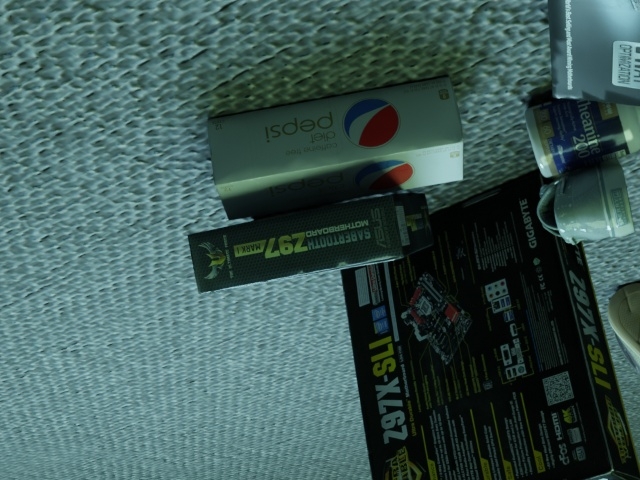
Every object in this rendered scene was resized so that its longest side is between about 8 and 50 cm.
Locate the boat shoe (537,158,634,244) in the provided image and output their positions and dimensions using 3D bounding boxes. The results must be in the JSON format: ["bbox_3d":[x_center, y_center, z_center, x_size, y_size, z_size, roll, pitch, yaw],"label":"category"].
[{"bbox_3d":[0.244,-0.040,1.136,0.081,0.079,0.227,-10,-176,10],"label":"boat shoe"}]

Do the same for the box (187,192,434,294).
[{"bbox_3d":[0.000,0.000,1.113,0.183,0.059,0.232,-10,180,12],"label":"box"}]

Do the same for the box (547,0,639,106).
[{"bbox_3d":[0.276,-0.186,0.802,0.242,0.076,0.307,11,160,16],"label":"box"}]

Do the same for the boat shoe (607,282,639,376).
[{"bbox_3d":[0.475,0.178,1.545,0.103,0.285,0.092,-40,165,0],"label":"boat shoe"}]

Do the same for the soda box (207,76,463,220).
[{"bbox_3d":[0.015,-0.079,1.051,0.216,0.069,0.074,-10,155,1],"label":"soda box"}]

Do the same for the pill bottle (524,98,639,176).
[{"bbox_3d":[0.249,-0.104,1.080,0.120,0.067,0.067,-16,154,15],"label":"pill bottle"}]

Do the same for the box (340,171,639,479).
[{"bbox_3d":[0.161,0.122,1.231,0.257,0.322,0.079,-25,149,29],"label":"box"}]
